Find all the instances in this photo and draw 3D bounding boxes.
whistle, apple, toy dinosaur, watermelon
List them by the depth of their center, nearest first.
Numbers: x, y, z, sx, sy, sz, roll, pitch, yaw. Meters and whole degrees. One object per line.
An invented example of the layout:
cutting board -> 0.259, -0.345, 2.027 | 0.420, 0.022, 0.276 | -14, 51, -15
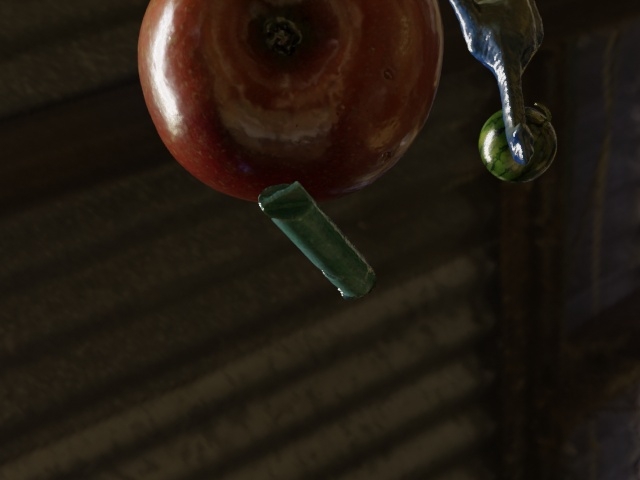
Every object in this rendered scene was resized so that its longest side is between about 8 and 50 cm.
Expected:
whistle -> 0.000, 0.000, 1.219 | 0.039, 0.039, 0.186 | -52, -29, -5
toy dinosaur -> 0.155, -0.141, 1.234 | 0.075, 0.247, 0.188 | -16, -96, 10
apple -> -0.033, -0.208, 1.685 | 0.348, 0.277, 0.349 | 0, -89, 0
watermelon -> 0.253, -0.123, 1.902 | 0.109, 0.109, 0.109 | -15, -62, -30
